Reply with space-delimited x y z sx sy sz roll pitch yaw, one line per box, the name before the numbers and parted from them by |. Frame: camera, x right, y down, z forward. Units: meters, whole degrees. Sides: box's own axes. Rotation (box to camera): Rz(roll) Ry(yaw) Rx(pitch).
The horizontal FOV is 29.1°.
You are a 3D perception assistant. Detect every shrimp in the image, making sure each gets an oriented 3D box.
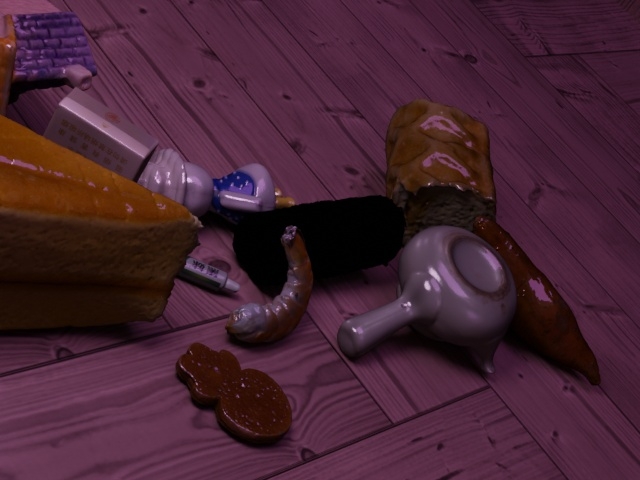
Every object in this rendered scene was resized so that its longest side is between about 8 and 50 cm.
shrimp | -0.068 0.064 1.760 0.049 0.166 0.161 18 18 42

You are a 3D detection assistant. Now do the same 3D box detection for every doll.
doll | -0.167 -0.070 1.878 0.293 0.119 0.138 8 12 -42

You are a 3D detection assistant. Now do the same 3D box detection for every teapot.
teapot | 0.164 0.080 1.937 0.318 0.149 0.220 11 47 -32

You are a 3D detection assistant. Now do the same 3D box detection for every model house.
model house | -0.452 -0.228 1.696 0.237 0.202 0.237 -9 37 -46

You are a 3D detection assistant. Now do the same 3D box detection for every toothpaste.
toothpaste | -0.211 0.032 1.784 0.204 0.031 0.049 24 35 -11

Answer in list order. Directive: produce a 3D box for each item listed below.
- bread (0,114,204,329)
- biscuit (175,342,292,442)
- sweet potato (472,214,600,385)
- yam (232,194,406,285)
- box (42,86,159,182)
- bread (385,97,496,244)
bread | -0.359 -0.027 1.560 0.361 0.233 0.245 6 41 -41
biscuit | -0.115 0.205 1.656 0.175 0.026 0.124 37 33 3
sweet potato | 0.354 0.111 2.087 0.359 0.112 0.112 50 34 -4
yam | 0.001 0.001 1.921 0.279 0.131 0.131 -10 54 -44
box | -0.324 -0.089 1.683 0.141 0.201 0.058 34 34 -4
bread | 0.211 -0.103 2.161 0.195 0.239 0.252 -6 47 4
